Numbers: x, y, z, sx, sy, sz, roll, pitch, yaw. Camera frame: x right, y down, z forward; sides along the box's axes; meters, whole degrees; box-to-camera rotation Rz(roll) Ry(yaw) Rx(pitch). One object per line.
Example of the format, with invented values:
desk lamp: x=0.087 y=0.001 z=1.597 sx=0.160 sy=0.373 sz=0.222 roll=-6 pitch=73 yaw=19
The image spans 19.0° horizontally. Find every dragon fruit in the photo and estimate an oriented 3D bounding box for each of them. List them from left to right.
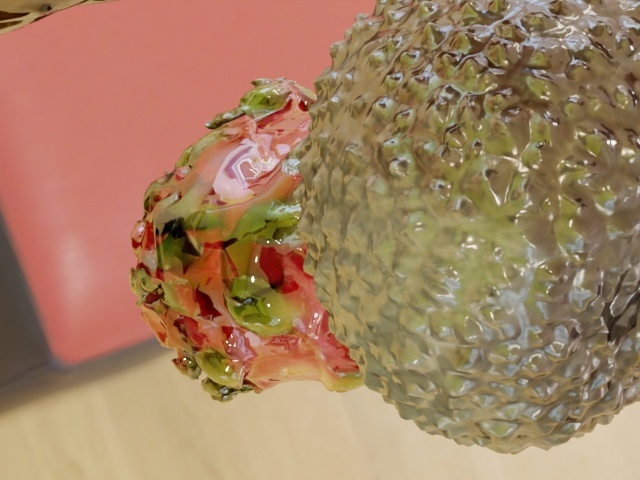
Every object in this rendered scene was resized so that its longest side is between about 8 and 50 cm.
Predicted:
dragon fruit: x=-0.007 y=-0.004 z=1.532 sx=0.302 sy=0.237 sz=0.231 roll=-38 pitch=120 yaw=-16

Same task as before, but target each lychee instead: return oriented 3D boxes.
lychee: x=0.111 y=-0.027 z=1.096 sx=0.300 sy=0.300 sz=0.300 roll=28 pitch=52 yaw=-42

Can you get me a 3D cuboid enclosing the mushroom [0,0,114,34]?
mushroom: x=-0.091 y=-0.117 z=0.372 sx=0.253 sy=0.253 sz=0.153 roll=-32 pitch=123 yaw=-54
